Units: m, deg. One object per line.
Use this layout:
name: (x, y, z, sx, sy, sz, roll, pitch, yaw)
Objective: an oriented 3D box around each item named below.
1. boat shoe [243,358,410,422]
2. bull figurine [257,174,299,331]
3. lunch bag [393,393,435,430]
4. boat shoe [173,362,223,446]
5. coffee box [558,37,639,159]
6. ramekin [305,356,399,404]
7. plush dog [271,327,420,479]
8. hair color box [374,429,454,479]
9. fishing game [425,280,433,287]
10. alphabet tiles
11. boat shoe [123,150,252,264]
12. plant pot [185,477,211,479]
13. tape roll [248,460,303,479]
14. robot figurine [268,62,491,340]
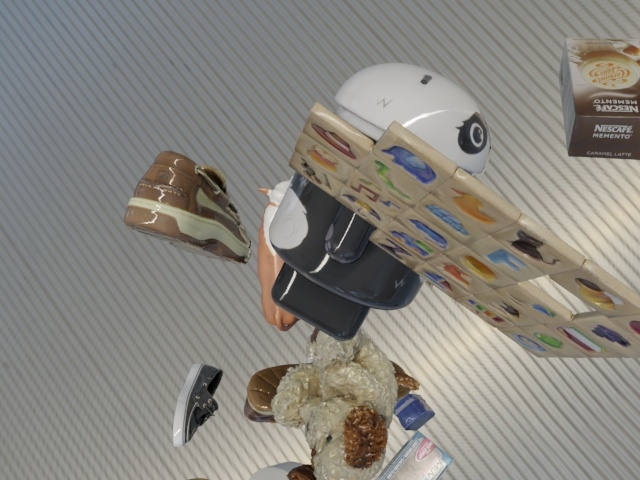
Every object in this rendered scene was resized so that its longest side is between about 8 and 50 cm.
boat shoe: (0.012, 0.311, 1.460, 0.342, 0.123, 0.123, -4, 49, -23)
bull figurine: (-0.071, 0.026, 1.478, 0.101, 0.188, 0.310, 3, 86, 13)
lunch bag: (0.206, 0.381, 1.633, 0.067, 0.098, 0.065, -43, 61, 10)
boat shoe: (-0.246, 0.335, 1.500, 0.076, 0.228, 0.080, 4, 114, 2)
coffee box: (0.528, -0.268, 1.353, 0.141, 0.098, 0.246, 3, 48, 9)
ramekin: (0.070, 0.392, 1.905, 0.277, 0.277, 0.135, 35, 118, 15)
plush dog: (0.043, 0.272, 1.095, 0.211, 0.225, 0.262, 21, 136, -10)
hair color box: (0.186, 0.566, 1.690, 0.105, 0.347, 0.174, 39, 69, 14)
fishing game: (0.184, -0.058, 1.234, 0.041, 0.189, 0.263, 2, 78, 39)
alphabet tiles: (0.084, 0.004, 0.454, 0.237, 0.198, 0.009, 35, 78, -2)
boat shoe: (-0.123, -0.034, 0.799, 0.095, 0.257, 0.095, 14, 84, 8)
plant pot: (-0.277, 0.599, 1.474, 0.032, 0.236, 0.236, -2, 85, 41)
tape roll: (-0.068, 0.752, 1.817, 0.392, 0.072, 0.391, 4, 96, 49)
robot figurine: (0.057, -0.039, 0.739, 0.278, 0.174, 0.209, -63, 31, 14)
